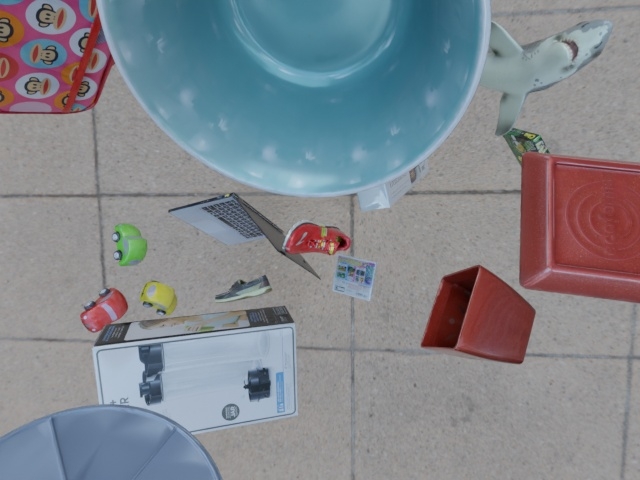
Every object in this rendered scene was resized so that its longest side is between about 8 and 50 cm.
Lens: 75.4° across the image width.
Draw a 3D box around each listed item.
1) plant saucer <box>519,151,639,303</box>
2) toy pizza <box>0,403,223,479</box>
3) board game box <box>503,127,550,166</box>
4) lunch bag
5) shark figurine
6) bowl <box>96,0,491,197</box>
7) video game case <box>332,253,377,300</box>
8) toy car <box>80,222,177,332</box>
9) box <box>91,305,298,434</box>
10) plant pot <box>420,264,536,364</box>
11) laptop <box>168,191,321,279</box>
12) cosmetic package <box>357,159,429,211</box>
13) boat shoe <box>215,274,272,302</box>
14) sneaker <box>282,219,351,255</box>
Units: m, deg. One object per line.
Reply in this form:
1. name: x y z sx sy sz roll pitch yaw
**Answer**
1. plant saucer: 0.481 -0.032 0.702 0.259 0.047 0.258 7 75 6
2. toy pizza: -0.161 0.208 0.277 0.201 0.201 0.032 25 123 2
3. board game box: 0.589 -0.193 1.115 0.030 0.136 0.260 -41 116 9
4. lunch bag: -0.459 -0.340 0.699 0.293 0.258 0.120 -36 77 41
5. shark figurine: 0.233 -0.263 0.560 0.116 0.166 0.278 -32 57 -22
6. bowl: -0.017 -0.205 0.389 0.312 0.163 0.311 5 142 4
7. video game case: 0.123 0.133 1.514 0.157 0.019 0.143 12 96 30
8. toy car: -0.407 0.069 0.907 0.053 0.239 0.224 -10 86 26
9. box: -0.186 0.209 0.657 0.290 0.087 0.169 -3 101 -15
10. plant pot: 0.513 0.261 1.324 0.236 0.267 0.267 23 75 -3
11. laptop: -0.257 0.019 1.472 0.408 0.382 0.236 -11 68 17
12. cosmetic package: 0.195 -0.280 1.187 0.098 0.377 0.284 -7 109 33
13. boat shoe: -0.279 0.174 1.482 0.224 0.080 0.073 -14 84 18
14. sneaker: 0.000 0.000 1.319 0.118 0.279 0.107 32 116 34
